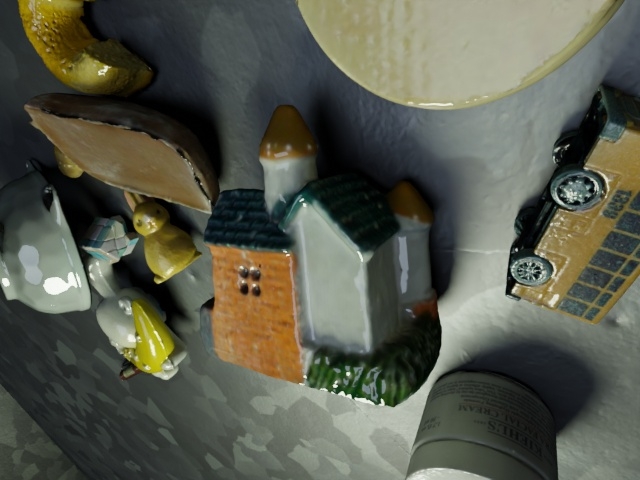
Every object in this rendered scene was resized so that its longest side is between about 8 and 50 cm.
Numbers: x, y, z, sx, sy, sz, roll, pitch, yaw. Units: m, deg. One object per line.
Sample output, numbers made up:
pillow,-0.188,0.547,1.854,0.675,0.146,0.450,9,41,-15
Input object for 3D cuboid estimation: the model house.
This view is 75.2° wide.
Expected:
model house,0.000,0.000,0.481,0.271,0.190,0.301,6,109,32

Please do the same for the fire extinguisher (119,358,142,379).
fire extinguisher,-0.486,0.326,1.065,0.173,0.035,0.049,-32,106,38

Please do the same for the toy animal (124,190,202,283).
toy animal,-0.266,-0.019,0.662,0.160,0.083,0.070,60,154,-8

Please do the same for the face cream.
face cream,0.212,0.287,0.546,0.177,0.153,0.178,14,128,19

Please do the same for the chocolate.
chocolate,-0.250,-0.132,0.564,0.261,0.083,0.161,18,153,15

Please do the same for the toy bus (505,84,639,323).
toy bus,0.236,-0.024,0.352,0.103,0.091,0.182,20,132,15

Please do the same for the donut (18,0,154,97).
donut,-0.301,-0.262,0.512,0.145,0.078,0.182,2,121,26

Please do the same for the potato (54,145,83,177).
potato,-0.414,-0.139,0.688,0.051,0.040,0.083,38,132,8

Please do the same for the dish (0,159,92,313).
dish,-0.527,0.016,0.752,0.302,0.120,0.304,26,127,41

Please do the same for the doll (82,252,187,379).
doll,-0.365,0.163,0.824,0.252,0.111,0.237,42,145,16

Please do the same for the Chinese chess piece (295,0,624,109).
Chinese chess piece,0.094,-0.223,0.292,0.250,0.097,0.251,15,127,21

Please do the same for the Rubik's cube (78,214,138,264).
Rubik's cube,-0.369,0.000,0.742,0.075,0.084,0.073,23,159,35
